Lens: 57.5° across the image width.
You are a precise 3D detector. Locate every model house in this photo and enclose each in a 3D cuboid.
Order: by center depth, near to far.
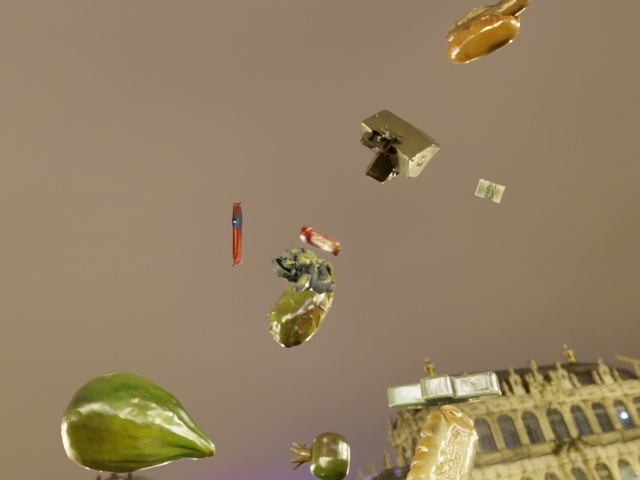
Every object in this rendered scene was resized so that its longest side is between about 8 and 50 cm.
[{"bbox_3d":[0.208,-0.284,1.816,0.243,0.211,0.204,-2,-51,-59],"label":"model house"}]

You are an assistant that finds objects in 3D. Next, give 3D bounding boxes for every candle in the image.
[{"bbox_3d":[0.000,0.000,1.639,0.048,0.051,0.329,-60,-17,1],"label":"candle"}]

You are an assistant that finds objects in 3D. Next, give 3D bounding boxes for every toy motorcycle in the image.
[{"bbox_3d":[-0.025,0.065,1.166,0.061,0.124,0.193,-54,-9,17],"label":"toy motorcycle"}]

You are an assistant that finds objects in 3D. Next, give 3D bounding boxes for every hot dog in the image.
[{"bbox_3d":[0.257,-0.329,0.900,0.140,0.090,0.060,-7,-39,38],"label":"hot dog"}]

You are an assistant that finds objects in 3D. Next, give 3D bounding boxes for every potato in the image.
[{"bbox_3d":[-0.038,0.168,1.612,0.141,0.298,0.176,41,-38,-7],"label":"potato"}]

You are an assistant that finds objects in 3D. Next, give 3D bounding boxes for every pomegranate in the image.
[{"bbox_3d":[0.001,0.693,1.865,0.190,0.152,0.131,-8,-36,14],"label":"pomegranate"}]

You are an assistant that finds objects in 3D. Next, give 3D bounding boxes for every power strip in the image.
[{"bbox_3d":[0.286,0.358,1.380,0.264,0.059,0.193,-13,-23,17],"label":"power strip"}]

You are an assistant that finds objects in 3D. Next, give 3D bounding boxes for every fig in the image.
[{"bbox_3d":[-0.302,0.294,0.960,0.233,0.167,0.167,1,-33,-27],"label":"fig"}]

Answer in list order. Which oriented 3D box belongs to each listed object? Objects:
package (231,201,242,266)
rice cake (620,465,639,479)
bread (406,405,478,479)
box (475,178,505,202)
[{"bbox_3d":[-0.263,-0.021,1.842,0.022,0.201,0.083,3,8,6],"label":"package"},{"bbox_3d":[0.762,0.681,1.438,0.040,0.226,0.085,3,-1,15],"label":"rice cake"},{"bbox_3d":[0.340,0.612,1.619,0.172,0.311,0.121,35,-42,-3],"label":"bread"},{"bbox_3d":[0.554,-0.162,1.904,0.024,0.083,0.054,-31,-41,-60],"label":"box"}]
